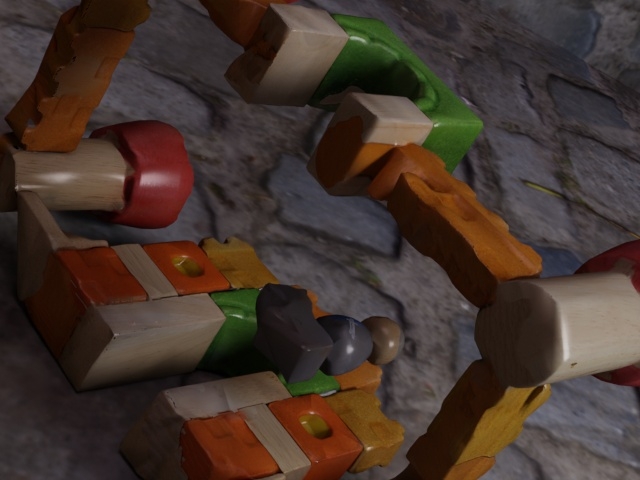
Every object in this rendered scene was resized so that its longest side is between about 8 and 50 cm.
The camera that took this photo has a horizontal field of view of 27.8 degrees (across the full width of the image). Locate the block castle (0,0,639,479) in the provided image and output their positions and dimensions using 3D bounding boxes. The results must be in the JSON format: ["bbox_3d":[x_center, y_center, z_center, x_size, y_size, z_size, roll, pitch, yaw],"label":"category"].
[{"bbox_3d":[0.000,0.000,0.833,0.212,0.303,0.453,-3,45,-50],"label":"block castle"}]
